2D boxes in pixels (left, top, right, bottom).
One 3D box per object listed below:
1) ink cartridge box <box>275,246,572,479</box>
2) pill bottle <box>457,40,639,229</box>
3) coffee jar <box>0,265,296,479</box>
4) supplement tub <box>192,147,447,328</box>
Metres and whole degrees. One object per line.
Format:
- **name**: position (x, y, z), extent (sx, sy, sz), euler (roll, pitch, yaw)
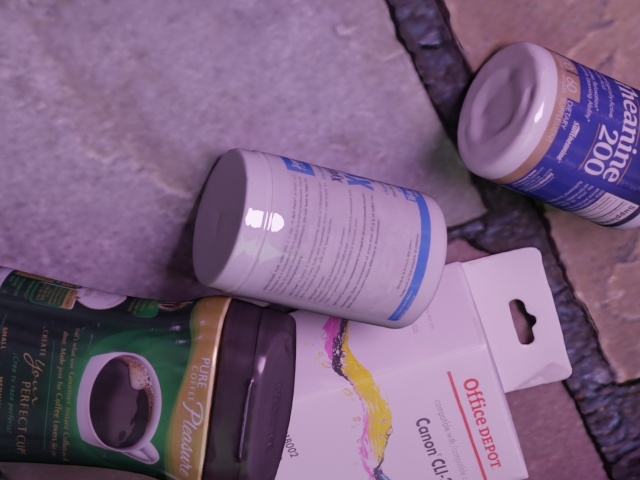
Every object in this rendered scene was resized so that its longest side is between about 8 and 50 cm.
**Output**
- **ink cartridge box**: position (0.038, 0.086, 0.874), extent (0.198, 0.067, 0.115), euler (-18, 132, 5)
- **pill bottle**: position (0.130, -0.044, 0.776), extent (0.120, 0.067, 0.067), euler (20, 125, -27)
- **coffee jar**: position (-0.105, 0.066, 0.781), extent (0.184, 0.079, 0.096), euler (9, 100, 2)
- **supplement tub**: position (0.000, 0.000, 0.786), extent (0.107, 0.071, 0.071), euler (14, 128, -24)
